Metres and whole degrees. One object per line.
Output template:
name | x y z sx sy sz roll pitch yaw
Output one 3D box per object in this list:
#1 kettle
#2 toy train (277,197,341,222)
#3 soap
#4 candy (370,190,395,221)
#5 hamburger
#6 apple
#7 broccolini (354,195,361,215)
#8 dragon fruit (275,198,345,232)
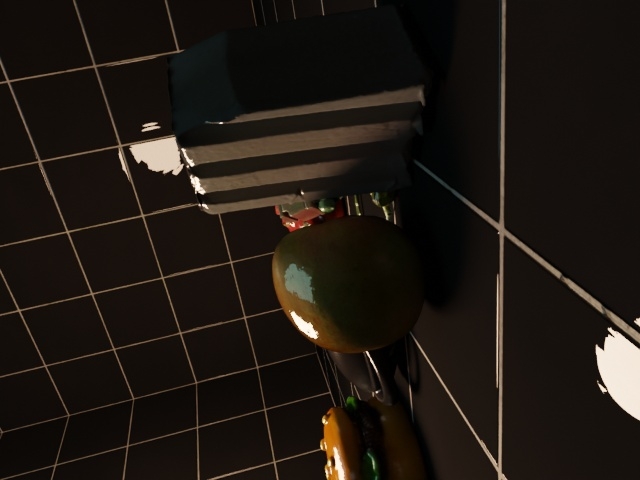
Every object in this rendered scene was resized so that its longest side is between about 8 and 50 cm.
kettle | 0.134 0.322 1.532 0.268 0.208 0.290 -129 19 -61
toy train | -0.050 -0.216 1.790 0.150 0.222 0.304 16 -124 -60
soap | -0.047 -0.226 1.016 0.350 0.436 0.212 86 175 -68
candy | 0.155 -0.064 1.293 0.058 0.062 0.193 17 146 28
hamburger | 0.153 0.696 1.700 0.396 0.278 0.395 167 90 -84
apple | 0.064 0.096 1.171 0.319 0.320 0.276 126 132 -80
broccolini | 0.117 -0.064 1.622 0.042 0.044 0.217 -83 -10 -64
dragon fruit | -0.039 -0.094 1.988 0.305 0.226 0.305 168 90 -81
